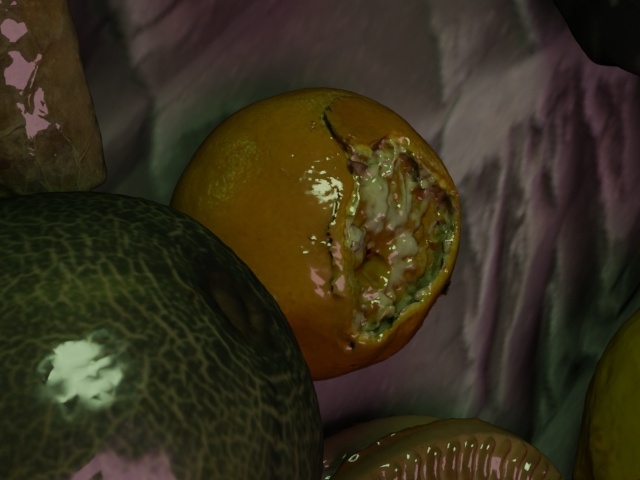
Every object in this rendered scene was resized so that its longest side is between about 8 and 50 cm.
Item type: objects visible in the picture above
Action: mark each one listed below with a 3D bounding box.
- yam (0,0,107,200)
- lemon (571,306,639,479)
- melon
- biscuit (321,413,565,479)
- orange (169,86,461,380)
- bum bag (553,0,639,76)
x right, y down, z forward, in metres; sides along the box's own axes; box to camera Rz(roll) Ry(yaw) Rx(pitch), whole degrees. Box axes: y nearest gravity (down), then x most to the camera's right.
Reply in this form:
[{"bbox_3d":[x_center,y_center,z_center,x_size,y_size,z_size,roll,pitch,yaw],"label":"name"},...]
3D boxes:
[{"bbox_3d":[-0.159,-0.181,0.614,0.081,0.081,0.357,-19,117,-23],"label":"yam"},{"bbox_3d":[0.286,0.144,0.906,0.260,0.260,0.284,-19,123,-23],"label":"lemon"},{"bbox_3d":[-0.143,0.116,0.643,0.301,0.237,0.237,-40,128,18],"label":"melon"},{"bbox_3d":[0.042,0.218,0.897,0.259,0.079,0.259,-13,117,-27],"label":"biscuit"},{"bbox_3d":[0.000,0.000,0.745,0.154,0.134,0.155,-18,124,-30],"label":"orange"},{"bbox_3d":[0.241,-0.241,0.795,0.144,0.095,0.340,33,94,8],"label":"bum bag"}]
